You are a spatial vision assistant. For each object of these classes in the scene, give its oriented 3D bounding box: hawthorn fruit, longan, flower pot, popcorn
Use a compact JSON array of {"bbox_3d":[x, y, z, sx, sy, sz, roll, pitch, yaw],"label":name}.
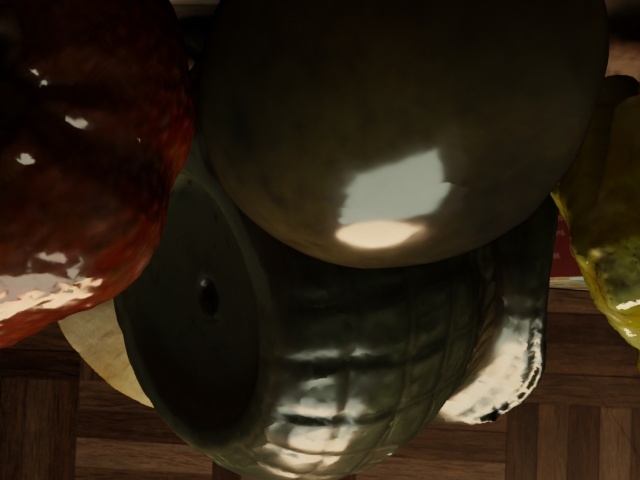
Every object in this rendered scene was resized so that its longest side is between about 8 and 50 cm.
[{"bbox_3d":[-0.159,-0.055,0.615,0.205,0.205,0.253,3,179,-14],"label":"hawthorn fruit"},{"bbox_3d":[0.034,-0.069,0.574,0.167,0.167,0.187,4,154,-26],"label":"longan"},{"bbox_3d":[0.000,0.000,0.888,0.213,0.302,0.302,-12,-175,-34],"label":"flower pot"},{"bbox_3d":[0.259,0.000,0.801,0.276,0.276,0.225,4,-179,-19],"label":"popcorn"}]

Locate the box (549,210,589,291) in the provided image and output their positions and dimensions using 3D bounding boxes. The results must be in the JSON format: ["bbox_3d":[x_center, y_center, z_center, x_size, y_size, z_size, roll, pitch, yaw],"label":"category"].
[{"bbox_3d":[0.461,0.005,1.736,0.344,0.122,0.385,4,176,-19],"label":"box"}]

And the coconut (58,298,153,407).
[{"bbox_3d":[-0.147,0.048,1.521,0.329,0.329,0.329,2,176,0],"label":"coconut"}]
